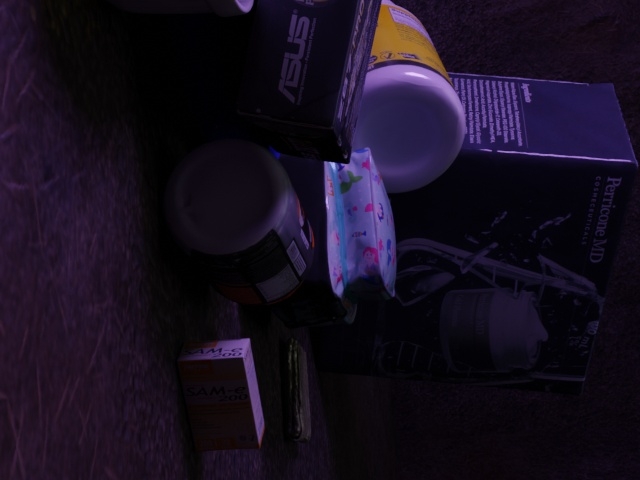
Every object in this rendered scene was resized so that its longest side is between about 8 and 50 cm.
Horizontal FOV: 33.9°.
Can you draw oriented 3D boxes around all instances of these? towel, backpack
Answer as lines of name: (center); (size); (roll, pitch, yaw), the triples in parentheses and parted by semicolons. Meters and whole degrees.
towel: (-0.093, -0.177, 1.086); (0.308, 0.076, 0.228); (78, 9, -45)
towel: (-0.034, 0.215, 1.498); (0.110, 0.027, 0.148); (61, 24, -76)
backpack: (0.000, 0.000, 1.335); (0.253, 0.191, 0.225); (81, 5, -72)

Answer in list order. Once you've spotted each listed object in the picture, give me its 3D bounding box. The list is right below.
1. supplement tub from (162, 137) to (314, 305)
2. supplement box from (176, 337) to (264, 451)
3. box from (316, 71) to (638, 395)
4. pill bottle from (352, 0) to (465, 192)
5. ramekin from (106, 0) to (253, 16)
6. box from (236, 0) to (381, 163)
supplement tub: (-0.070, -0.008, 0.986); (0.190, 0.117, 0.117); (68, 18, -70)
supplement box: (-0.089, 0.140, 0.945); (0.036, 0.062, 0.098); (-77, 160, -65)
box: (0.243, -0.019, 1.804); (0.297, 0.471, 0.480); (-83, 176, -56)
pill bottle: (0.084, -0.228, 1.512); (0.334, 0.188, 0.188); (-102, -178, -55)
ramekin: (-0.120, -0.268, 0.787); (0.207, 0.109, 0.207); (-6, 90, -84)
box: (0.019, -0.282, 1.000); (0.318, 0.097, 0.395); (-7, 108, -88)
